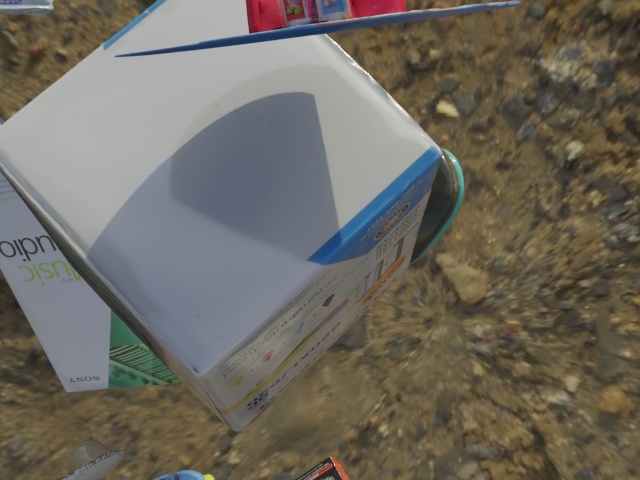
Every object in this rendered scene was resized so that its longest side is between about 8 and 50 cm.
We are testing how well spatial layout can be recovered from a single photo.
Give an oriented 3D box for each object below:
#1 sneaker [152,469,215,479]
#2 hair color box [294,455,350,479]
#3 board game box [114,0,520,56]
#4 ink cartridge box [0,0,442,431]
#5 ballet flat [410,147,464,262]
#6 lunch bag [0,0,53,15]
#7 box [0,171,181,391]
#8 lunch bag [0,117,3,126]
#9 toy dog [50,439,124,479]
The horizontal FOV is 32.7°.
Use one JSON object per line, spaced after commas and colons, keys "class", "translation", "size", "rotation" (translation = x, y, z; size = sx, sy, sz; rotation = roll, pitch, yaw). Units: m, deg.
{"class": "sneaker", "translation": [-0.204, 0.333, 1.395], "size": [0.082, 0.209, 0.069], "rotation": [10, 65, -23]}
{"class": "hair color box", "translation": [0.024, 0.373, 1.485], "size": [0.072, 0.043, 0.141], "rotation": [-36, 61, 3]}
{"class": "board game box", "translation": [-0.002, -0.103, 0.455], "size": [0.169, 0.133, 0.033], "rotation": [3, 104, 44]}
{"class": "ink cartridge box", "translation": [-0.053, -0.013, 0.649], "size": [0.171, 0.232, 0.168], "rotation": [-43, 78, -11]}
{"class": "ballet flat", "translation": [0.000, 0.000, 0.856], "size": [0.096, 0.280, 0.095], "rotation": [-4, 74, -29]}
{"class": "lunch bag", "translation": [-0.222, -0.185, 0.720], "size": [0.083, 0.053, 0.071], "rotation": [-5, 98, -23]}
{"class": "box", "translation": [-0.237, 0.029, 1.215], "size": [0.232, 0.058, 0.322], "rotation": [-8, 125, 18]}
{"class": "lunch bag", "translation": [-0.370, -0.078, 0.916], "size": [0.219, 0.090, 0.176], "rotation": [35, 93, 40]}
{"class": "toy dog", "translation": [-0.216, 0.107, 0.549], "size": [0.220, 0.334, 0.160], "rotation": [16, 86, 11]}
